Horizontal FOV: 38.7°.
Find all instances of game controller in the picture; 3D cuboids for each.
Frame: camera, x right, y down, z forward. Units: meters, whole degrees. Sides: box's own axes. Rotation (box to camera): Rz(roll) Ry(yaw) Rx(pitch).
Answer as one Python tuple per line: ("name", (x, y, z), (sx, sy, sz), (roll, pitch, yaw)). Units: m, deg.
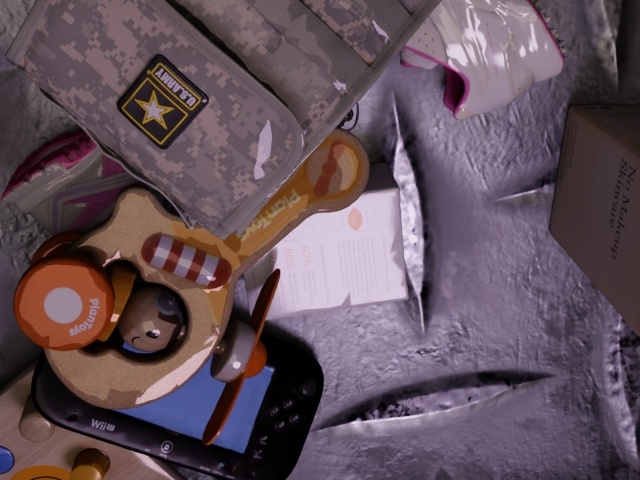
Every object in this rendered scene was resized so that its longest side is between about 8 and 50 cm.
("game controller", (-0.146, 0.157, 0.991), (0.319, 0.067, 0.166), (25, 70, -25))

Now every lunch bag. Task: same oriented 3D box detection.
("lunch bag", (-0.079, -0.170, 0.743), (0.235, 0.169, 0.287), (41, 88, -11))

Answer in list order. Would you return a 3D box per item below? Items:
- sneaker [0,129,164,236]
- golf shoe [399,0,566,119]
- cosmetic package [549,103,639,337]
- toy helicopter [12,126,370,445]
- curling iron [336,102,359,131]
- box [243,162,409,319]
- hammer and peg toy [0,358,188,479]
("sneaker", (-0.190, -0.081, 0.920), (0.252, 0.103, 0.111), (-30, 117, 13))
("golf shoe", (0.107, -0.245, 0.873), (0.140, 0.115, 0.306), (-37, 110, 13))
("cosmetic package", (0.333, -0.018, 0.882), (0.113, 0.309, 0.160), (1, 112, -6))
("toy helicopter", (-0.093, 0.029, 0.859), (0.355, 0.140, 0.235), (-38, 105, -3))
("curling iron", (-0.080, -0.187, 0.917), (0.274, 0.035, 0.068), (26, 93, -13))
("box", (0.000, 0.000, 0.971), (0.170, 0.091, 0.130), (-8, 112, -2))
("hammer and peg toy", (-0.359, 0.317, 1.043), (0.361, 0.127, 0.266), (-37, 111, 9))
